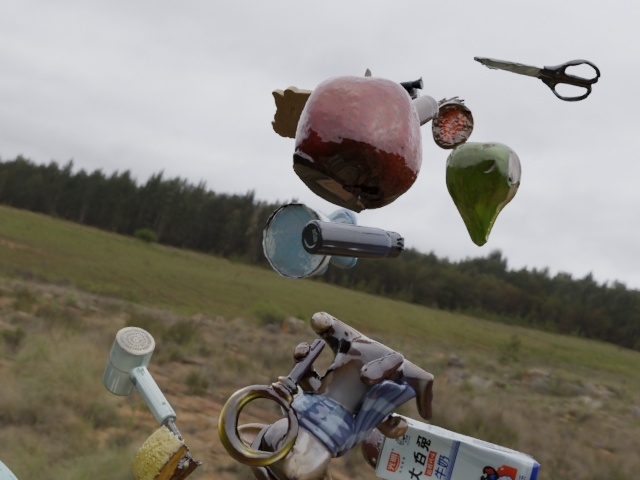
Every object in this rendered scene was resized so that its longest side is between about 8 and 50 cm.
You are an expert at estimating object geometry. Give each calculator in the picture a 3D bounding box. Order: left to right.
[{"bbox_3d":[-0.713,0.507,1.684,0.153,0.021,0.095,44,-4,4],"label":"calculator"}]

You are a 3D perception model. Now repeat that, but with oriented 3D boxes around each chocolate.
[{"bbox_3d":[0.377,-0.328,2.232,0.124,0.133,0.127,40,-2,39],"label":"chocolate"}]

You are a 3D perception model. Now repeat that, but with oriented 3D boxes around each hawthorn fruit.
[{"bbox_3d":[0.065,-0.172,1.260,0.215,0.250,0.215,3,-26,1],"label":"hawthorn fruit"}]

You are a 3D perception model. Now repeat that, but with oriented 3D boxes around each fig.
[{"bbox_3d":[0.417,-0.122,2.028,0.206,0.275,0.206,9,-2,0],"label":"fig"}]

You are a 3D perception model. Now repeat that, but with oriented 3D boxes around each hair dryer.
[{"bbox_3d":[-0.447,0.405,1.996,0.107,0.173,0.357,-6,41,-41],"label":"hair dryer"}]

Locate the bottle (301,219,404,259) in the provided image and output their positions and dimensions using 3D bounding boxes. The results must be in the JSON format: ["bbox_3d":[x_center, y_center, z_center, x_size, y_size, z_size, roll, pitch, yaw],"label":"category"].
[{"bbox_3d":[0.074,0.003,1.651,0.244,0.072,0.082,6,-10,-37],"label":"bottle"}]

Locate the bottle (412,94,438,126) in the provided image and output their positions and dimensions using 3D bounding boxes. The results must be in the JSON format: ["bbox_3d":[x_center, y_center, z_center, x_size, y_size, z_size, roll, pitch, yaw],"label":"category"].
[{"bbox_3d":[0.171,-0.235,1.471,0.053,0.140,0.053,25,-49,31],"label":"bottle"}]

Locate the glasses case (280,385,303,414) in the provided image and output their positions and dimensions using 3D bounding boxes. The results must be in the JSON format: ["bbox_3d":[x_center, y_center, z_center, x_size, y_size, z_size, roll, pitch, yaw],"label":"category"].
[{"bbox_3d":[-0.015,0.401,1.862,0.047,0.071,0.205,-34,-34,26],"label":"glasses case"}]

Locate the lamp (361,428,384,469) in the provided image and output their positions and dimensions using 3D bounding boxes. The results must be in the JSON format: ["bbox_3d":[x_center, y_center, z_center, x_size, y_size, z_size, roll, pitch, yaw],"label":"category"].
[{"bbox_3d":[0.194,0.603,2.243,0.157,0.156,0.135,43,-27,9],"label":"lamp"}]

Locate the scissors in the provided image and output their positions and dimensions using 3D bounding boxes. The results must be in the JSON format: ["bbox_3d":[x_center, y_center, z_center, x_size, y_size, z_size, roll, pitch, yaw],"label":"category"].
[{"bbox_3d":[0.487,-0.382,1.743,0.300,0.022,0.109,9,-46,-12],"label":"scissors"}]

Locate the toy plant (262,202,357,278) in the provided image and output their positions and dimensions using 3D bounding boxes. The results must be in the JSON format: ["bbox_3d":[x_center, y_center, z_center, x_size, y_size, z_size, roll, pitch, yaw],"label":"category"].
[{"bbox_3d":[0.000,0.000,2.424,0.247,0.247,0.332,16,8,29],"label":"toy plant"}]

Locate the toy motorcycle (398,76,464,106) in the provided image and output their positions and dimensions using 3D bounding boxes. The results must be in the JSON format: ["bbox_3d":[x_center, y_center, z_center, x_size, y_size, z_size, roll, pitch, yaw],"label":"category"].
[{"bbox_3d":[0.225,-0.403,2.314,0.401,0.207,0.134,-11,-46,18],"label":"toy motorcycle"}]

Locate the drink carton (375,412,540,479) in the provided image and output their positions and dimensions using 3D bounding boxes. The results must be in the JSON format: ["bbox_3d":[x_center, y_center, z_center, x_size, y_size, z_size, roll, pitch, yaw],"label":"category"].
[{"bbox_3d":[0.280,0.469,1.601,0.315,0.130,0.106,15,-5,9],"label":"drink carton"}]

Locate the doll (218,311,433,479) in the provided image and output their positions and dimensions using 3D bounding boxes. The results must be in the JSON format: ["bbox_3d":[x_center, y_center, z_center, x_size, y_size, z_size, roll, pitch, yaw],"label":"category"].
[{"bbox_3d":[0.013,0.297,1.324,0.318,0.340,0.209,43,-5,-11],"label":"doll"}]

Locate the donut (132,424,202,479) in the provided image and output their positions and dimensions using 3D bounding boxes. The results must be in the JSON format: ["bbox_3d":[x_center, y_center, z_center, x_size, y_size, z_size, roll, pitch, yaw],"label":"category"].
[{"bbox_3d":[-0.339,0.475,1.649,0.085,0.141,0.217,40,-25,17],"label":"donut"}]

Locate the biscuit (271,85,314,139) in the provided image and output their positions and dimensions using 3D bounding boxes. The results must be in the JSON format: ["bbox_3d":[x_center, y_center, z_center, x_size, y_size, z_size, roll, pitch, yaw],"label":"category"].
[{"bbox_3d":[-0.047,-0.307,1.870,0.162,0.035,0.250,56,-30,-14],"label":"biscuit"}]
